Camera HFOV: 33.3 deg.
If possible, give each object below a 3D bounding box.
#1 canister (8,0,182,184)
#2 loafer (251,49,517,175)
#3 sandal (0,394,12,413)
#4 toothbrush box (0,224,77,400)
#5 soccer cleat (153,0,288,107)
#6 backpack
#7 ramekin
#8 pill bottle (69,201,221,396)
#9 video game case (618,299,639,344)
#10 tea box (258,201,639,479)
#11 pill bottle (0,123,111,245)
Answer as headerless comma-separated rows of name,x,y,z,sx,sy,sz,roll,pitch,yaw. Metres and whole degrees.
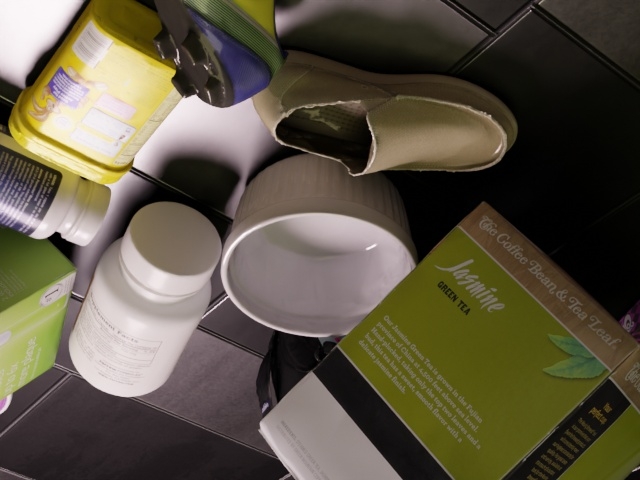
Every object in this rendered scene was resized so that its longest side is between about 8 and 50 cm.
canister,-0.201,-0.143,1.016,0.126,0.073,0.170,27,132,-26
loafer,0.060,-0.106,1.033,0.269,0.092,0.102,9,138,-8
sandal,-0.515,0.123,1.307,0.170,0.102,0.416,-7,138,10
toothbrush box,-0.421,0.115,1.155,0.122,0.283,0.206,43,138,15
soccer cleat,-0.102,-0.250,0.894,0.093,0.121,0.289,23,141,43
backpack,-0.001,0.162,1.273,0.115,0.182,0.152,23,109,-24
ramekin,0.000,0.000,1.144,0.207,0.109,0.207,1,139,0
pill bottle,-0.196,0.066,1.209,0.131,0.131,0.229,16,136,-16
video game case,0.465,0.138,1.336,0.210,0.041,0.232,15,137,-13
tea box,0.174,0.189,1.117,0.323,0.220,0.329,-44,148,3
pill bottle,-0.307,-0.058,1.099,0.169,0.094,0.094,26,133,-24
